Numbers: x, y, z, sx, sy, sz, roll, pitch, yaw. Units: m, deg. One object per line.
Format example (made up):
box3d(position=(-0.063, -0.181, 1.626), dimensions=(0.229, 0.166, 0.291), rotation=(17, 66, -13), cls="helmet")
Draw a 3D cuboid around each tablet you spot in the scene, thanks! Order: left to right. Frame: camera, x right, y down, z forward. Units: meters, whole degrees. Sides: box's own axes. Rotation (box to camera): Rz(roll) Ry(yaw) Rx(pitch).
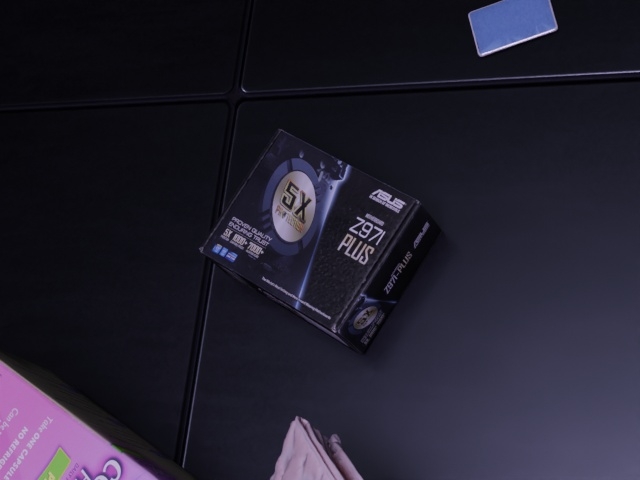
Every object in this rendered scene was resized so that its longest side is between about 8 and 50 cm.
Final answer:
box3d(position=(0.192, -0.219, 1.495), dimensions=(0.083, 0.006, 0.054), rotation=(-18, 64, 14), cls="tablet")

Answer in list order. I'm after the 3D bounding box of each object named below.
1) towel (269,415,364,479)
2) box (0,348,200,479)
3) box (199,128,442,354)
box3d(position=(-0.014, 0.347, 1.169), dimensions=(0.317, 0.053, 0.332), rotation=(-130, 57, -66), cls="towel")
box3d(position=(-0.230, 0.212, 1.353), dimensions=(0.243, 0.213, 0.117), rotation=(33, 84, 18), cls="box")
box3d(position=(0.000, 0.000, 1.444), dimensions=(0.180, 0.077, 0.147), rotation=(30, 82, 29), cls="box")
